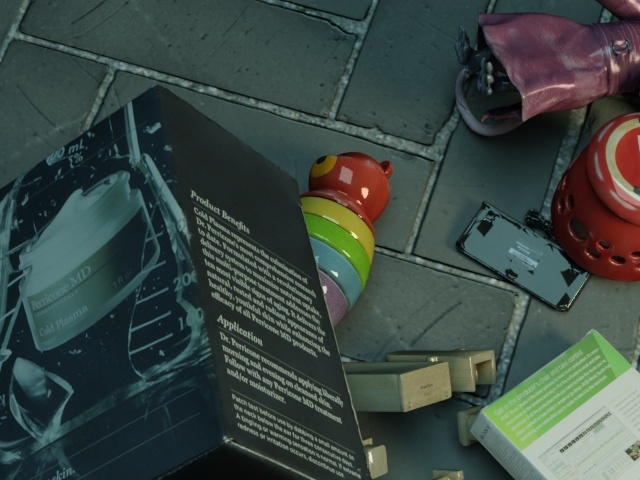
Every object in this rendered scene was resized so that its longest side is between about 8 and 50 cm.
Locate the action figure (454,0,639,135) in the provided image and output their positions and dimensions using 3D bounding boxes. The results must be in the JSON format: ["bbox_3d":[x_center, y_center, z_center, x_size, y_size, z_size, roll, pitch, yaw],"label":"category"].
[{"bbox_3d":[0.384,-0.231,2.011,0.370,0.276,0.248,-8,62,-7],"label":"action figure"}]

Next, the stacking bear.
[{"bbox_3d":[0.000,0.000,1.988,0.164,0.175,0.289,44,57,-24],"label":"stacking bear"}]

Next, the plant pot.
[{"bbox_3d":[0.414,-0.064,1.975,0.191,0.174,0.191,2,63,-3],"label":"plant pot"}]

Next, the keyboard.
[{"bbox_3d":[0.286,0.013,2.042,0.180,0.023,0.108,32,78,14],"label":"keyboard"}]

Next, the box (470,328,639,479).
[{"bbox_3d":[0.375,0.284,1.854,0.232,0.058,0.322,-29,67,-34],"label":"box"}]

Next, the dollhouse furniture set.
[{"bbox_3d":[0.089,0.331,1.872,0.174,0.303,0.355,-3,94,39],"label":"dollhouse furniture set"}]

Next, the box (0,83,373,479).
[{"bbox_3d":[-0.241,0.170,1.706,0.480,0.297,0.472,-31,50,21],"label":"box"}]
